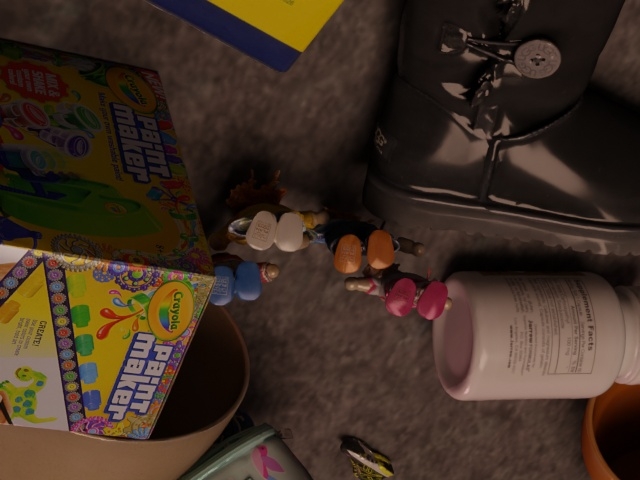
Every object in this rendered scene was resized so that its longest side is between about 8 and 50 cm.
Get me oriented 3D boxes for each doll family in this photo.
[{"bbox_3d":[0.000,0.000,1.421,0.262,0.163,0.118,6,94,-9],"label":"doll family"}]

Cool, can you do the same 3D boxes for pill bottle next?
[{"bbox_3d":[0.241,0.096,1.591,0.229,0.131,0.131,1,128,-17],"label":"pill bottle"}]

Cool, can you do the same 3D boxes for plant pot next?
[{"bbox_3d":[-0.229,0.145,1.386,0.284,0.284,0.191,11,123,-24],"label":"plant pot"},{"bbox_3d":[0.384,0.251,1.733,0.205,0.205,0.188,-11,146,-8],"label":"plant pot"}]

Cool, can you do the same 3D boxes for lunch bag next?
[{"bbox_3d":[-0.127,0.281,1.477,0.279,0.108,0.224,-36,168,-7],"label":"lunch bag"}]

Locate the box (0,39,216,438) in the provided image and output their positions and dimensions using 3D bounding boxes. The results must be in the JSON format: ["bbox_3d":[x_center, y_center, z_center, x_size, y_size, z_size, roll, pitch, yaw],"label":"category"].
[{"bbox_3d":[-0.262,-0.014,1.244,0.279,0.290,0.177,10,124,-24],"label":"box"}]

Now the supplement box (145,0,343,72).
[{"bbox_3d":[-0.015,-0.336,1.114,0.195,0.194,0.356,25,118,-32],"label":"supplement box"}]

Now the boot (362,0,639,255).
[{"bbox_3d":[0.246,-0.208,1.341,0.367,0.146,0.445,1,124,-16],"label":"boot"}]

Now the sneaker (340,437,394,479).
[{"bbox_3d":[0.047,0.248,1.724,0.035,0.031,0.083,-40,128,17],"label":"sneaker"}]

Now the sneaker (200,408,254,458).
[{"bbox_3d":[-0.134,0.211,1.635,0.135,0.052,0.058,-11,141,2],"label":"sneaker"}]

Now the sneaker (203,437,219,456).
[{"bbox_3d":[-0.239,0.186,1.541,0.293,0.102,0.146,-24,130,4],"label":"sneaker"}]
